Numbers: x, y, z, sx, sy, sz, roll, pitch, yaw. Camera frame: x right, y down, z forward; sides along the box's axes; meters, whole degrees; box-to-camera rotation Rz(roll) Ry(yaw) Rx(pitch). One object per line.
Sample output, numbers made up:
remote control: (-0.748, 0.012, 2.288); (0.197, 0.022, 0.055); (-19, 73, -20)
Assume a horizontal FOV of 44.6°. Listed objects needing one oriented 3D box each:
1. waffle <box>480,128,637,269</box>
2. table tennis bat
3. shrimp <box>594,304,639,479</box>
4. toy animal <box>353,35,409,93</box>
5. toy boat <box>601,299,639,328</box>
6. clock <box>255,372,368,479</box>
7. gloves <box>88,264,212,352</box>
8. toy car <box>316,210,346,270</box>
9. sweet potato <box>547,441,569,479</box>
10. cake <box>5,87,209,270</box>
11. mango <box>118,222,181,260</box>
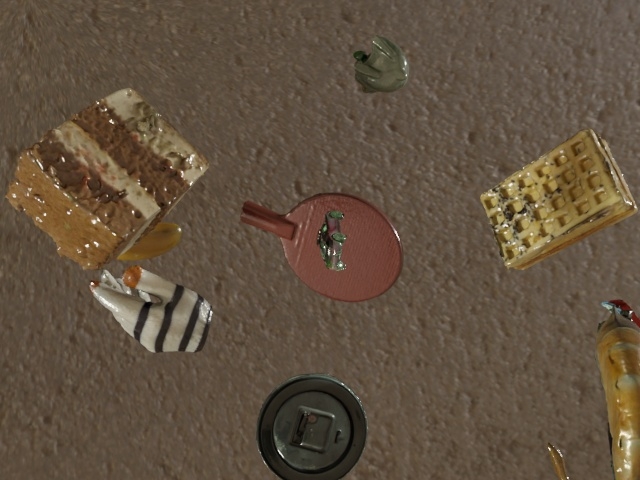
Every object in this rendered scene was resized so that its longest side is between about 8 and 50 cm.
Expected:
waffle: (0.637, -0.108, 2.135); (0.376, 0.261, 0.114); (-33, 151, 34)
table tennis bat: (0.000, 0.000, 1.868); (0.414, 0.051, 0.268); (20, 113, 11)
shrimp: (0.469, 0.240, 1.197); (0.085, 0.445, 0.272); (-2, 106, 18)
toy animal: (0.135, -0.366, 1.732); (0.138, 0.236, 0.108); (37, 89, 9)
toy boat: (0.729, 0.205, 1.849); (0.058, 0.173, 0.069); (-32, 140, 7)
clock: (-0.018, 0.466, 1.911); (0.280, 0.281, 0.055); (-34, 156, -8)
gloves: (-0.312, 0.128, 1.404); (0.218, 0.140, 0.131); (14, 71, -17)
toy car: (0.020, -0.002, 1.436); (0.055, 0.142, 0.069); (1, 121, -4)
sweet potato: (0.483, 0.460, 1.567); (0.026, 0.026, 0.115); (-18, 85, -14)
cake: (-0.416, -0.122, 1.538); (0.256, 0.282, 0.290); (46, 58, -7)
mango: (-0.414, -0.005, 1.796); (0.184, 0.085, 0.102); (-6, 125, -22)
